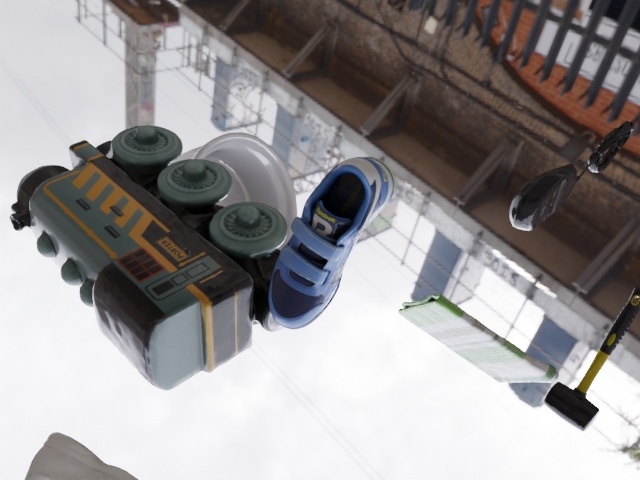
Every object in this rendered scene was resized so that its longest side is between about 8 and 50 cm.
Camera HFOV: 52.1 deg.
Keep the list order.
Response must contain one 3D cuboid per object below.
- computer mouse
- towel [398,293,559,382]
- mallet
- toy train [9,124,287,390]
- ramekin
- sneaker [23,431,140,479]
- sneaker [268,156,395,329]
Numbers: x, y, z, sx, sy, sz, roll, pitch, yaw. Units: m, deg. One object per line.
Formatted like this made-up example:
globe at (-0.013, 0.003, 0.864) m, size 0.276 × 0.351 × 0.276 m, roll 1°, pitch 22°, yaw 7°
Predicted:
computer mouse at (0.316, -0.091, 0.827) m, size 0.242 × 0.071 × 0.041 m, roll -34°, pitch -124°, yaw -26°
towel at (0.167, 0.105, 0.704) m, size 0.152 × 0.113 × 0.023 m, roll 35°, pitch -109°, yaw -7°
mallet at (0.337, 0.139, 0.806) m, size 0.062 × 0.190 × 0.039 m, roll 26°, pitch -170°, yaw 34°
toy train at (-0.173, 0.001, 0.669) m, size 0.190 × 0.142 × 0.334 m, roll -29°, pitch -127°, yaw -36°
ramekin at (-0.186, -0.062, 1.269) m, size 0.135 × 0.277 × 0.277 m, roll -3°, pitch -157°, yaw 42°
sneaker at (-0.318, 0.366, 0.932) m, size 0.212 × 0.080 × 0.094 m, roll 34°, pitch -124°, yaw -8°
sneaker at (0.000, 0.000, 0.478) m, size 0.053 × 0.144 × 0.059 m, roll 30°, pitch -173°, yaw 13°
